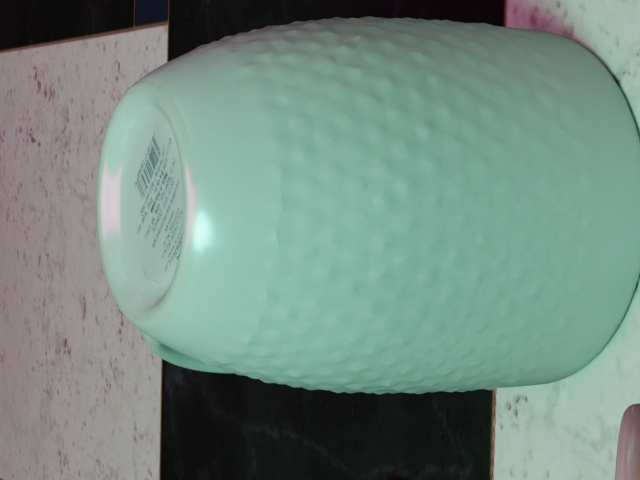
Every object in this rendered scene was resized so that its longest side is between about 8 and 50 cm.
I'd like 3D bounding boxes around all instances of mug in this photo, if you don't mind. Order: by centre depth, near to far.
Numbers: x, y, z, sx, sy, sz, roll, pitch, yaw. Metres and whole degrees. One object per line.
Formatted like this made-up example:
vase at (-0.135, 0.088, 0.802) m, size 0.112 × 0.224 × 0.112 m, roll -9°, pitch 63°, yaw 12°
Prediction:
mug at (0.000, 0.000, 1.126) m, size 0.374 × 0.328 × 0.276 m, roll -50°, pitch 48°, yaw 49°

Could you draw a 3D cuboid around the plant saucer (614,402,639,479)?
plant saucer at (0.213, 0.260, 0.856) m, size 0.332 × 0.084 × 0.332 m, roll 0°, pitch -90°, yaw -76°
